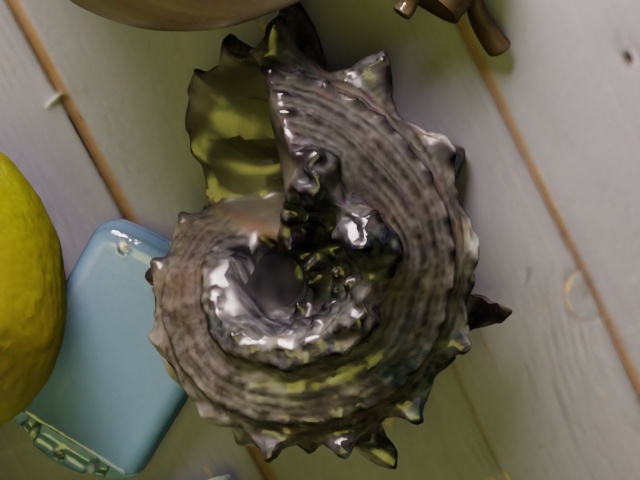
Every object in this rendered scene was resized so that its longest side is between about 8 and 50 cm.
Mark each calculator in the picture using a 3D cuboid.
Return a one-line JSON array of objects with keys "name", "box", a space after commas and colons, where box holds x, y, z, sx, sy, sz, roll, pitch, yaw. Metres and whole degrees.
[{"name": "calculator", "box": [-0.143, 0.080, 1.251, 0.121, 0.039, 0.210, 31, 111, -1]}]

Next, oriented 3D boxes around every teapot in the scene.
[{"name": "teapot", "box": [0.085, -0.167, 1.121, 0.110, 0.085, 0.080, 36, 89, -31]}]

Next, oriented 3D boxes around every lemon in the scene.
[{"name": "lemon", "box": [-0.264, 0.028, 1.184, 0.184, 0.184, 0.248, -8, 68, 15]}]

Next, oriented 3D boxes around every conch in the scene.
[{"name": "conch", "box": [-0.013, 0.002, 1.139, 0.240, 0.186, 0.313, 2, 109, 25]}]

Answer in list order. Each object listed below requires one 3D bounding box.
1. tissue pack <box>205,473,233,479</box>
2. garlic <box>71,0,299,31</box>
[{"name": "tissue pack", "box": [-0.226, 0.343, 1.226, 0.388, 0.287, 0.162, -23, 108, 19]}, {"name": "garlic", "box": [-0.114, -0.284, 1.027, 0.246, 0.231, 0.340, -13, 110, 19]}]
